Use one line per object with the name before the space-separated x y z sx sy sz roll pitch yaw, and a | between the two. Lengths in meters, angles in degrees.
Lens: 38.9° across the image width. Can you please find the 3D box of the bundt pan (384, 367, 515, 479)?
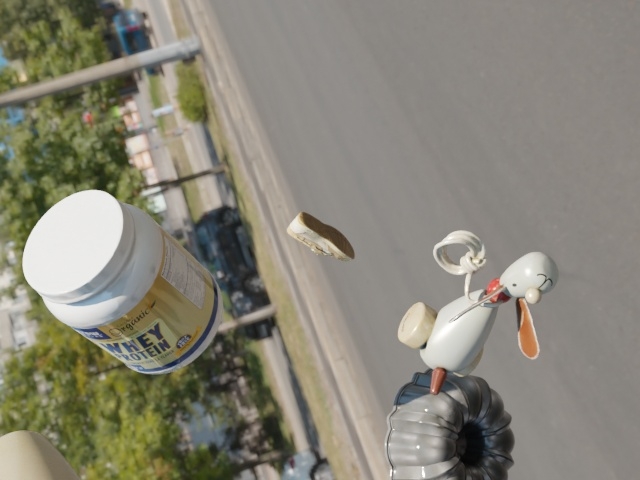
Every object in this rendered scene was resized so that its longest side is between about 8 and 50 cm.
bundt pan | 0.294 0.432 1.920 0.124 0.331 0.331 -9 100 49

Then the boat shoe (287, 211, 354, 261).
boat shoe | 0.000 0.000 1.934 0.170 0.059 0.063 34 -146 -29

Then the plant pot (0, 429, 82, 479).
plant pot | -0.560 0.507 1.751 0.274 0.256 0.256 -126 19 -47

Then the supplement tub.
supplement tub | -0.335 0.076 1.566 0.316 0.228 0.228 51 -168 -51

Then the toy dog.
toy dog | 0.264 0.155 1.565 0.334 0.220 0.161 108 175 -48
